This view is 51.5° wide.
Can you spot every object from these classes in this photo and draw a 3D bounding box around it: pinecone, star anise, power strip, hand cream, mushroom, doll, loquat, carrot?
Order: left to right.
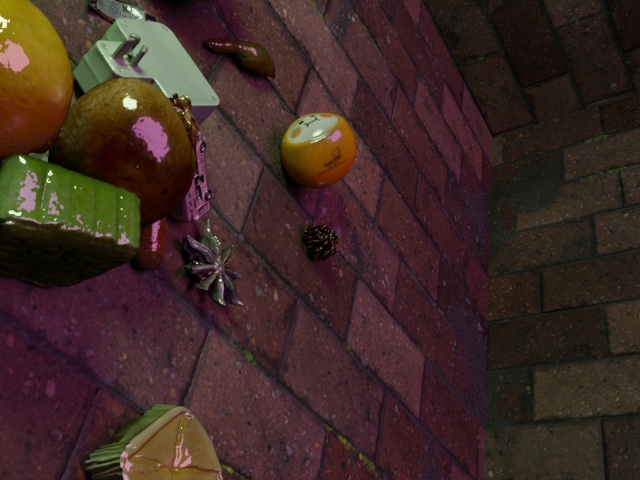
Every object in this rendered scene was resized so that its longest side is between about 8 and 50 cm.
[{"bbox_3d":[-0.485,-0.231,0.952,0.275,0.274,0.275,31,52,-50],"label":"loquat"},{"bbox_3d":[-0.419,-0.483,1.392,0.163,0.039,0.062,14,67,-50],"label":"hand cream"},{"bbox_3d":[-0.328,-0.153,1.170,0.283,0.195,0.263,-53,128,-24],"label":"mushroom"},{"bbox_3d":[-0.339,-0.345,1.315,0.230,0.141,0.261,56,30,8],"label":"power strip"},{"bbox_3d":[-0.330,-0.033,1.292,0.060,0.060,0.186,12,82,-57],"label":"carrot"},{"bbox_3d":[-0.233,0.054,1.440,0.204,0.061,0.181,42,43,-43],"label":"star anise"},{"bbox_3d":[-0.018,-0.257,1.831,0.213,0.213,0.236,49,-3,-37],"label":"doll"},{"bbox_3d":[0.003,-0.002,1.827,0.109,0.102,0.102,61,32,-5],"label":"pinecone"}]

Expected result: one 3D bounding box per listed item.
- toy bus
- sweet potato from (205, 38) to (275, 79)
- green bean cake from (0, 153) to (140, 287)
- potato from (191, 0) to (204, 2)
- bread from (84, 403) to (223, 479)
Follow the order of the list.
[{"bbox_3d":[-0.278,-0.134,1.365,0.090,0.063,0.203,-50,148,-45],"label":"toy bus"},{"bbox_3d":[-0.191,-0.485,1.728,0.269,0.074,0.075,11,68,-53],"label":"sweet potato"},{"bbox_3d":[-0.423,-0.019,1.005,0.248,0.222,0.125,25,54,-48],"label":"green bean cake"},{"bbox_3d":[-0.294,-0.675,1.549,0.299,0.196,0.247,-35,107,-28],"label":"potato"},{"bbox_3d":[-0.286,0.403,1.162,0.192,0.109,0.210,64,32,-7],"label":"bread"}]
